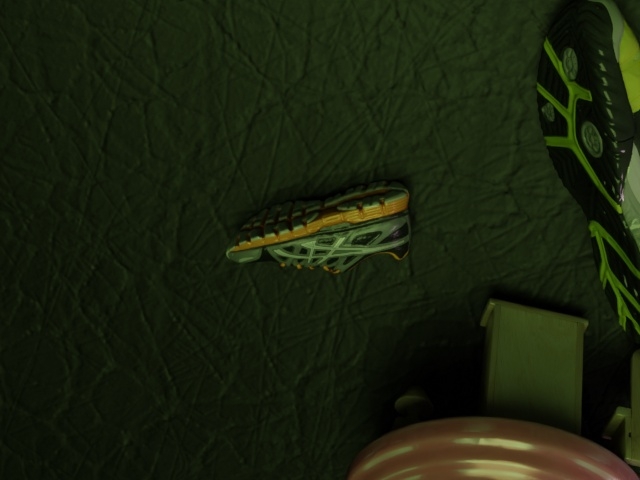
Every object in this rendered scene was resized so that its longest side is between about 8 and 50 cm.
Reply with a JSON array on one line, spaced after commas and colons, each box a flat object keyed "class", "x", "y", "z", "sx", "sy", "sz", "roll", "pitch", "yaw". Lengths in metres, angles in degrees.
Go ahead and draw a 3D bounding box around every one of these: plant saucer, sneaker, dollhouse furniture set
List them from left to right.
[{"class": "sneaker", "x": 0.000, "y": 0.000, "z": 1.517, "sx": 0.214, "sy": 0.084, "sz": 0.083, "roll": -11, "pitch": 116, "yaw": 13}, {"class": "plant saucer", "x": 0.186, "y": 0.312, "z": 1.491, "sx": 0.332, "sy": 0.084, "sz": 0.332, "roll": 6, "pitch": 141, "yaw": 5}, {"class": "dollhouse furniture set", "x": 0.220, "y": 0.248, "z": 1.609, "sx": 0.303, "sy": 0.174, "sz": 0.356, "roll": 12, "pitch": 141, "yaw": -2}, {"class": "sneaker", "x": 0.338, "y": -0.076, "z": 1.418, "sx": 0.147, "sy": 0.145, "sz": 0.385, "roll": -25, "pitch": 108, "yaw": -14}]
